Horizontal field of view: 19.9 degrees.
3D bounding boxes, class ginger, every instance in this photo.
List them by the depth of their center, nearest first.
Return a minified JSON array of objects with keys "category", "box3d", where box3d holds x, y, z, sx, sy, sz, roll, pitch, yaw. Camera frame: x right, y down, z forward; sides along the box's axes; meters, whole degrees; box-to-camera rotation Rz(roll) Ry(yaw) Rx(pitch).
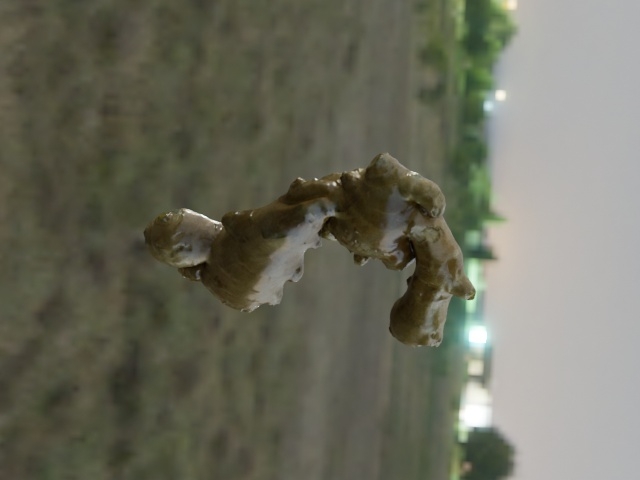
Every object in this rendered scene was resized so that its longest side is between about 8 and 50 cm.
[{"category":"ginger","box3d":[0.000,0.000,1.133,0.176,0.193,0.052,-55,-174,37]}]
